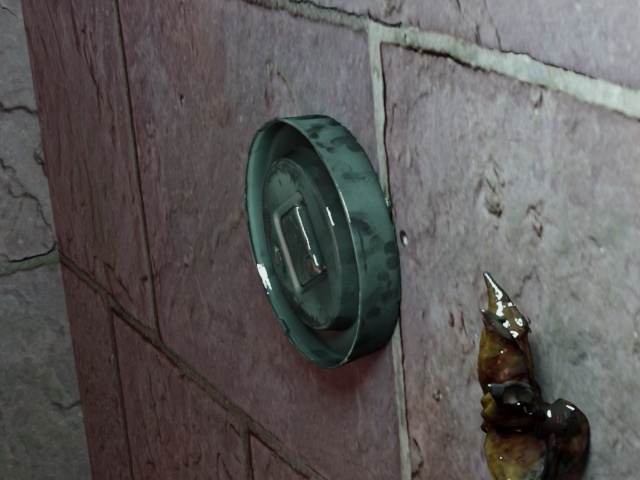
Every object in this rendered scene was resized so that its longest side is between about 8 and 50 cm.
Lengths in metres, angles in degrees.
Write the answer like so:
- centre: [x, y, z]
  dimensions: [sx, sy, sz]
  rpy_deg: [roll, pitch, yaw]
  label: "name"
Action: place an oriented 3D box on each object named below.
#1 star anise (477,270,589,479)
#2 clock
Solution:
- centre: [0.200, 0.161, 1.486]
  dimensions: [0.272, 0.102, 0.272]
  rpy_deg: [-7, -90, -84]
  label: "star anise"
- centre: [-0.001, 0.000, 1.885]
  dimensions: [0.312, 0.061, 0.313]
  rpy_deg: [43, 140, 51]
  label: "clock"
